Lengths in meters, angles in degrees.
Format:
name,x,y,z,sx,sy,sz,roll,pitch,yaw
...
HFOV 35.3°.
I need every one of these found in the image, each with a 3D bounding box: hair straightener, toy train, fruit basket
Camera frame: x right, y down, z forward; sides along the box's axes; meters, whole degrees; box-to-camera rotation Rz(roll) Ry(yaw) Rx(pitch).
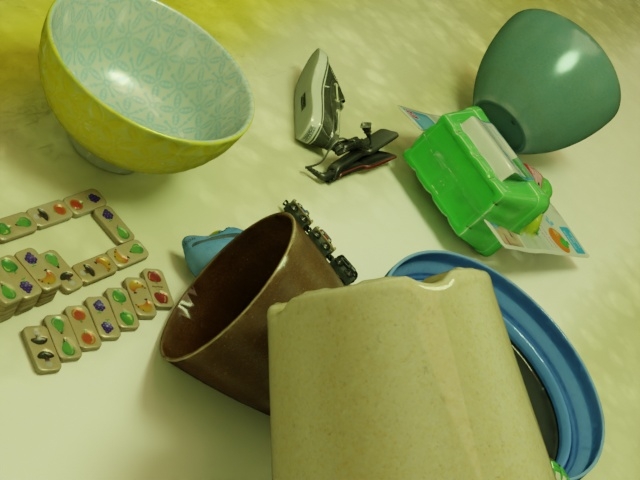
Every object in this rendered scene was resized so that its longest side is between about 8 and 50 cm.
name,x,y,z,sx,sy,sz,roll,pitch,yaw
hair straightener,0.053,-0.154,1.641,0.047,0.089,0.230,22,29,34
toy train,0.000,0.000,1.464,0.158,0.027,0.036,50,32,13
fruit basket,0.321,-0.109,1.774,0.353,0.165,0.327,0,51,-48

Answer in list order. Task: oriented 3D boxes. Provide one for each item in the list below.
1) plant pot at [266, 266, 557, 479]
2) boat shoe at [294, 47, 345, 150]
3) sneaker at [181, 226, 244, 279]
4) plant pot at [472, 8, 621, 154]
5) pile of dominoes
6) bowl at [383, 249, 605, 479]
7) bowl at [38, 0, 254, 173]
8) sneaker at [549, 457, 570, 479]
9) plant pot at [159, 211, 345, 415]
name,x,y,z,sx,sy,sz,roll,pitch,yaw
plant pot,0.078,0.193,0.963,0.334,0.334,0.305,-2,79,-45
boat shoe,0.001,-0.234,1.690,0.070,0.078,0.219,24,46,-22
sneaker,-0.092,0.009,1.331,0.209,0.069,0.082,-8,53,-48
plant pot,0.416,-0.284,2.001,0.290,0.290,0.195,45,71,7
pile of dominoes,-0.282,0.030,1.152,0.196,0.040,0.251,47,35,10
bowl,0.230,0.187,1.430,0.391,0.077,0.391,25,37,-21
bowl,-0.248,-0.180,1.315,0.290,0.156,0.289,26,37,-21
sneaker,0.289,0.365,1.237,0.344,0.134,0.146,21,39,-26
plant pot,-0.028,0.121,1.171,0.230,0.215,0.215,43,32,-20
